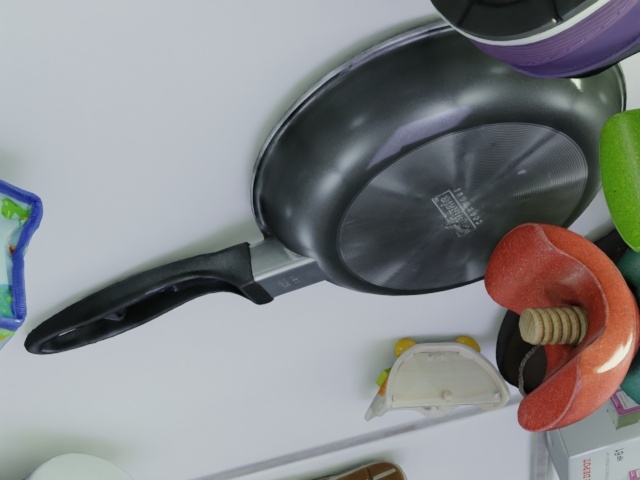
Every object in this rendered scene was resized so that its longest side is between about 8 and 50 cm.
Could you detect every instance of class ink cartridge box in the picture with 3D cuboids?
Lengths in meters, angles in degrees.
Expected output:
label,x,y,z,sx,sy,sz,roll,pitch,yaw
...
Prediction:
label,x,y,z,sx,sy,sz,roll,pitch,yaw
ink cartridge box,0.222,0.132,0.989,0.122,0.052,0.088,-15,146,1

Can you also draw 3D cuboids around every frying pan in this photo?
label,x,y,z,sx,sy,sz,roll,pitch,yaw
frying pan,0.001,-0.018,0.696,0.326,0.053,0.197,-14,145,-8

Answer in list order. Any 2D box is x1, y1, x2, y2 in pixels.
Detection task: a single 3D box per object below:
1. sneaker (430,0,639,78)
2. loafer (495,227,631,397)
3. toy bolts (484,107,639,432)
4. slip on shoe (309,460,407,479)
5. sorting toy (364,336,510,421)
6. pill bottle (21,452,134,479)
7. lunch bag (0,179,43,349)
label,x,y,z,sx,sy,sz,roll,pitch,yaw
sneaker,0.179,-0.155,0.544,0.283,0.107,0.124,-25,160,20
loafer,0.183,0.038,0.814,0.080,0.078,0.220,11,138,-33
toy bolts,0.201,0.037,0.648,0.158,0.218,0.228,0,158,-22
slip on shoe,-0.004,0.189,0.988,0.135,0.051,0.041,-20,158,-4
sorting toy,0.062,0.096,0.886,0.083,0.045,0.075,0,150,-22
pill bottle,-0.201,0.229,0.895,0.121,0.121,0.221,18,134,-40
lunch bag,-0.218,0.018,0.620,0.151,0.096,0.129,24,134,-25
